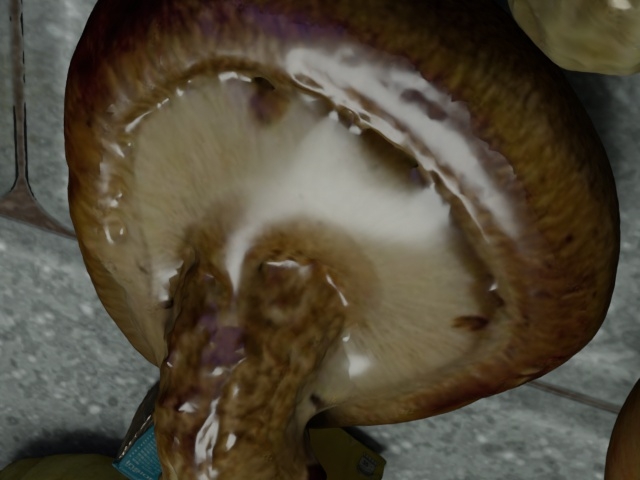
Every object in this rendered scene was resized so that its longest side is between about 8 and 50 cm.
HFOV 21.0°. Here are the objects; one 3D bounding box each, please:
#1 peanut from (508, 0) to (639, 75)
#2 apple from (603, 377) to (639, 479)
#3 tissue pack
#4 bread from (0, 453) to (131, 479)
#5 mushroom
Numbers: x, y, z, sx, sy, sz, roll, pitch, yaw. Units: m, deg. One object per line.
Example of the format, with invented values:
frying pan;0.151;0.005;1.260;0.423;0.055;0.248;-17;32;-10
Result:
peanut;0.194;-0.189;0.810;0.136;0.120;0.298;11;139;-19
apple;0.290;0.147;1.023;0.261;0.194;0.260;15;136;15
tissue pack;-0.052;0.162;1.276;0.169;0.082;0.120;36;135;-9
bread;-0.180;0.289;1.408;0.270;0.148;0.269;11;134;11
mushroom;0.000;0.000;0.973;0.346;0.259;0.345;13;135;13
